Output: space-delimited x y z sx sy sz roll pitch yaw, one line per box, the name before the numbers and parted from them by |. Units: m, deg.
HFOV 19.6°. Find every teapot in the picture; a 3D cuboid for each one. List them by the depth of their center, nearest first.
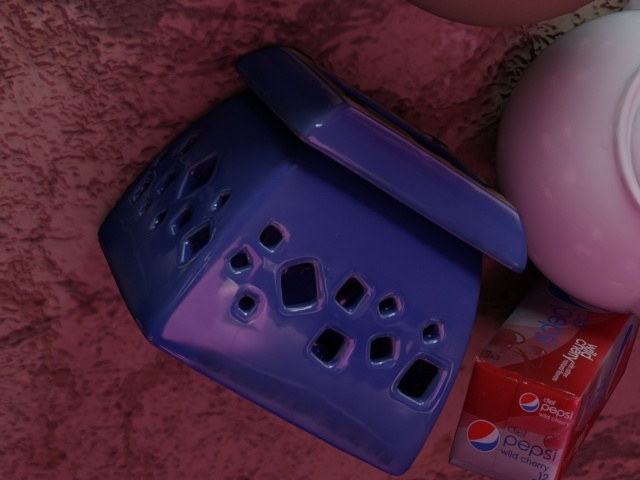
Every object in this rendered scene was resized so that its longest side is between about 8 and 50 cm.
teapot | 0.265 -0.069 1.375 0.252 0.187 0.256 -45 98 -18

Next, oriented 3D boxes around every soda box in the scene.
soda box | 0.184 0.096 1.432 0.083 0.263 0.092 19 114 15

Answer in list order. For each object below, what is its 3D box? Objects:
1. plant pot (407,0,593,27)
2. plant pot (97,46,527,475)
plant pot | 0.121 -0.255 1.268 0.284 0.284 0.191 -11 153 -10
plant pot | 0.000 0.000 1.358 0.236 0.236 0.212 32 98 -24
